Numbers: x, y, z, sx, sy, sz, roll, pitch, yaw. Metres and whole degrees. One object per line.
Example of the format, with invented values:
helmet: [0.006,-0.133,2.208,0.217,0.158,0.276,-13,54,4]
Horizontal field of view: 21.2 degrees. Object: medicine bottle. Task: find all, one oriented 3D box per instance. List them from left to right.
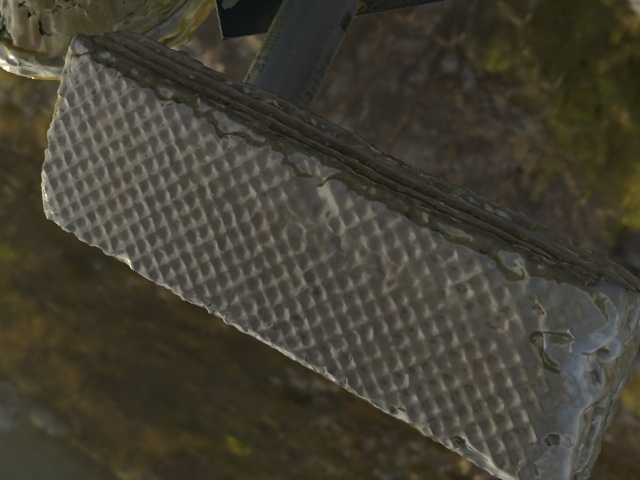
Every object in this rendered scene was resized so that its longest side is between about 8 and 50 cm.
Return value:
medicine bottle: [-0.035,-0.113,1.332,0.058,0.199,0.057,25,172,4]

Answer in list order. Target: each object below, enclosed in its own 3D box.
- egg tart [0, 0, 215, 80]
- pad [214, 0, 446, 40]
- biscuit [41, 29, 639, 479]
egg tart: [-0.262,-0.393,2.051,0.443,0.443,0.178,14,155,37]
pad: [0.024,-0.257,1.435,0.246,0.170,0.006,-10,151,-2]
biscuit: [0.000,0.000,1.049,0.426,0.078,0.144,28,116,29]
